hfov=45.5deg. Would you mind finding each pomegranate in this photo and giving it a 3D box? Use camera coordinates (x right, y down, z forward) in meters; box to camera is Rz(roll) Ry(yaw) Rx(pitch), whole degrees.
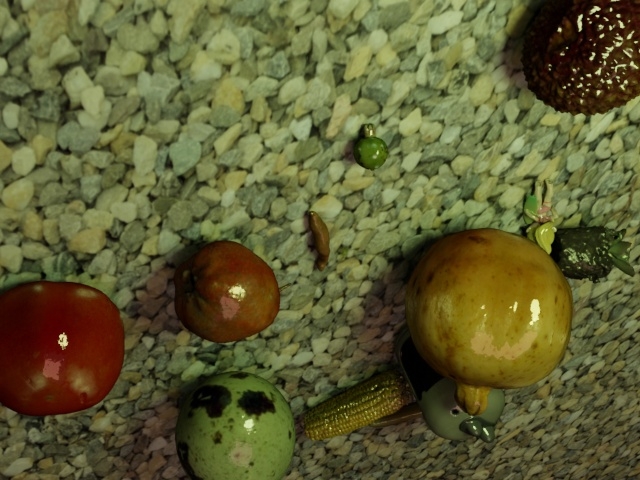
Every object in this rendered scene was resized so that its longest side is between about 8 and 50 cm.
[{"bbox_3d":[0.099,-0.182,1.504,0.073,0.085,0.073,1,159,1],"label":"pomegranate"},{"bbox_3d":[0.364,0.179,1.678,0.409,0.410,0.410,-10,133,-11],"label":"pomegranate"}]

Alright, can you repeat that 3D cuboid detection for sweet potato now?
[{"bbox_3d":[0.001,0.003,1.644,0.044,0.044,0.179,-17,134,-4],"label":"sweet potato"}]

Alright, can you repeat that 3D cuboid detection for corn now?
[{"bbox_3d":[0.101,0.441,2.020,0.317,0.115,0.115,-29,133,11],"label":"corn"}]

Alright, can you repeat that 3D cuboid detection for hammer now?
[{"bbox_3d":[0.271,0.464,2.097,0.305,0.113,0.202,-17,163,15],"label":"hammer"}]

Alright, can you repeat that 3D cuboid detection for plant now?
[{"bbox_3d":[0.644,0.029,1.816,0.203,0.143,0.131,5,160,2],"label":"plant"}]

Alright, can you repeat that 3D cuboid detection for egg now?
[{"bbox_3d":[-0.200,0.475,1.832,0.287,0.288,0.379,-15,147,-6],"label":"egg"}]

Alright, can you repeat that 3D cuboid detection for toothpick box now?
[{"bbox_3d":[0.332,0.353,1.883,0.228,0.316,0.229,-10,134,-11],"label":"toothpick box"}]

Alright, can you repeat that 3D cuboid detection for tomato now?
[{"bbox_3d":[-0.539,0.228,1.534,0.298,0.226,0.299,-11,137,-10],"label":"tomato"}]

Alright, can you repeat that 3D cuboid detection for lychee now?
[{"bbox_3d":[0.510,-0.348,1.382,0.271,0.271,0.272,-10,133,-11],"label":"lychee"}]

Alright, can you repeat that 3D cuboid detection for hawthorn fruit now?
[{"bbox_3d":[-0.169,0.112,1.584,0.262,0.211,0.211,10,127,-41],"label":"hawthorn fruit"}]

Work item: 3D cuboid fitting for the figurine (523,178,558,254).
[{"bbox_3d":[0.509,-0.051,1.756,0.083,0.083,0.188,-10,123,-10],"label":"figurine"}]
